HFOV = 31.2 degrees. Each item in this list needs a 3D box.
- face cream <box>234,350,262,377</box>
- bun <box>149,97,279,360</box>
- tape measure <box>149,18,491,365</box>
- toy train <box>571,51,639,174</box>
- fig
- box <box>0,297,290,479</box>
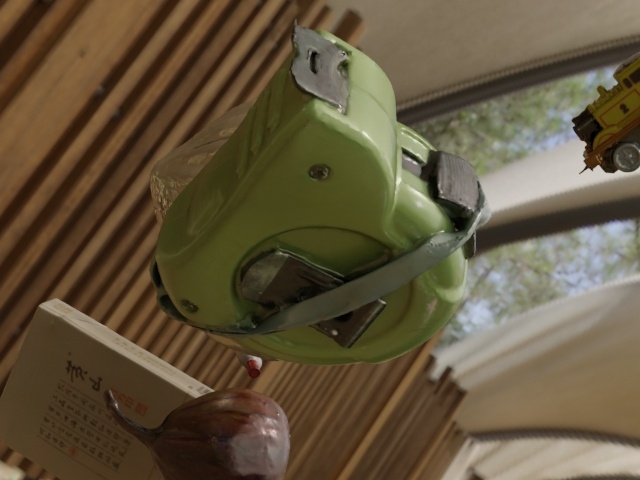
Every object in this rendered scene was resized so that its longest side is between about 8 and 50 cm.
[{"bbox_3d":[-0.081,0.123,1.265,0.040,0.021,0.083,51,6,-33],"label":"face cream"},{"bbox_3d":[-0.083,-0.025,1.108,0.175,0.263,0.263,13,-16,13],"label":"bun"},{"bbox_3d":[0.000,0.000,0.643,0.175,0.106,0.200,29,-52,-22],"label":"tape measure"},{"bbox_3d":[0.443,-0.181,1.632,0.127,0.219,0.089,50,17,-4],"label":"toy train"},{"bbox_3d":[-0.114,0.232,1.237,0.202,0.148,0.149,14,-25,-41],"label":"fig"},{"bbox_3d":[-0.240,0.249,1.467,0.365,0.204,0.051,28,16,12],"label":"box"}]
